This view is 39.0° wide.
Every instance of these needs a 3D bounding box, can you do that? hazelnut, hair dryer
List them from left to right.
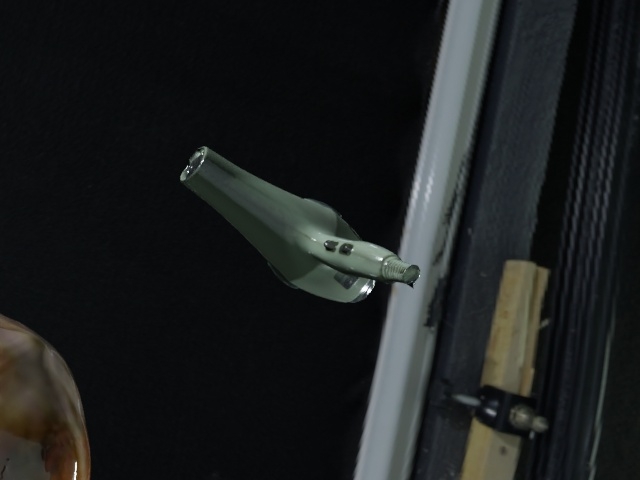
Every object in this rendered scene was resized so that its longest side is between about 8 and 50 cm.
[{"bbox_3d":[-0.395,0.230,0.901,0.372,0.315,0.372,0,-91,16],"label":"hazelnut"},{"bbox_3d":[-0.029,-0.015,0.824,0.219,0.225,0.088,31,-98,-6],"label":"hair dryer"}]
